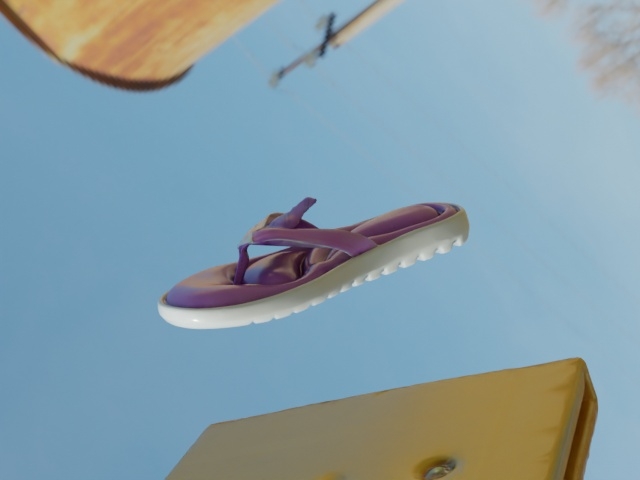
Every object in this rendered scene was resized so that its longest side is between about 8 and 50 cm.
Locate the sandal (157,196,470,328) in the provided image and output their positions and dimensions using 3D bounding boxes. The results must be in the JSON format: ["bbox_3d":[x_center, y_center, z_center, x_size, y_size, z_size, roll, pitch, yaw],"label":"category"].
[{"bbox_3d":[-0.011,0.000,1.351,0.416,0.169,0.102,-19,-76,-40],"label":"sandal"}]

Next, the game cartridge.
[{"bbox_3d":[0.015,0.186,0.834,0.052,0.324,0.285,69,-155,-14],"label":"game cartridge"}]
